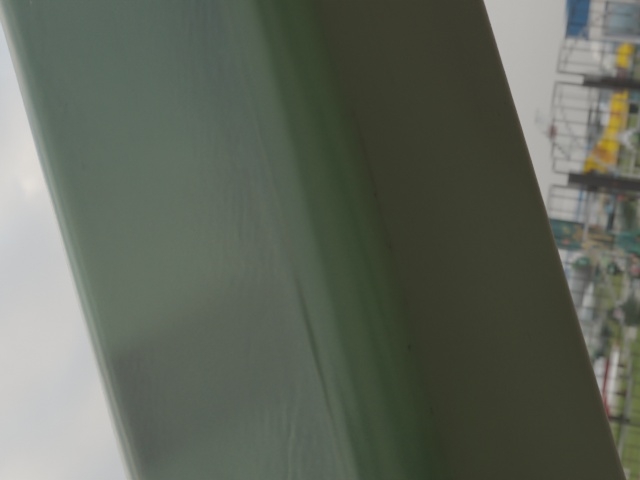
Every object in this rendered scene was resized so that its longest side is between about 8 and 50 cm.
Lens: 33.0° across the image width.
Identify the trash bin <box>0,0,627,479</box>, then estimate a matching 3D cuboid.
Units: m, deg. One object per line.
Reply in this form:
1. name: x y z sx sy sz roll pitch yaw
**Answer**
1. trash bin: 0.000 0.000 0.491 0.223 0.158 0.344 8 -118 -54
